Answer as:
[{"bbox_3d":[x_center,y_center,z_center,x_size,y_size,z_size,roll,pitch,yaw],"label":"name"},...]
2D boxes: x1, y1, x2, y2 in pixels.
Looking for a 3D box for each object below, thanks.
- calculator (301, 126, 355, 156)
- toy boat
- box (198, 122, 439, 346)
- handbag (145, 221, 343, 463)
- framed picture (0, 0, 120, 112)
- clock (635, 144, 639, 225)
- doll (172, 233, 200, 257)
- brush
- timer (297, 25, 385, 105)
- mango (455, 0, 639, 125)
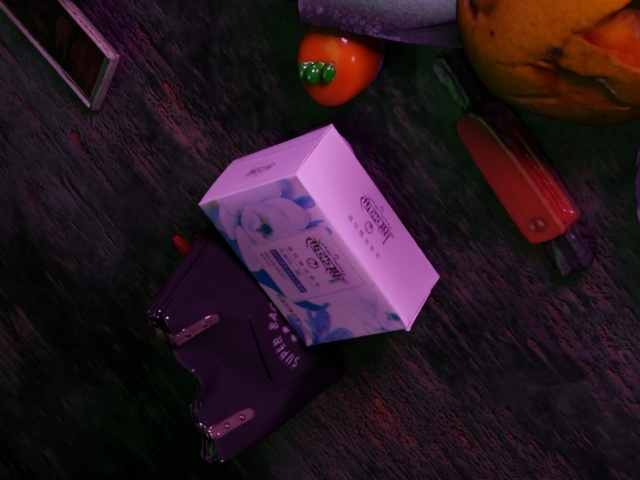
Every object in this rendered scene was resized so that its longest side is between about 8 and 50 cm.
[{"bbox_3d":[-0.004,-0.093,1.838,0.103,0.024,0.166,42,139,8],"label":"calculator"},{"bbox_3d":[0.113,-0.298,1.534,0.320,0.092,0.141,14,114,16],"label":"toy boat"},{"bbox_3d":[-0.001,0.001,1.804,0.203,0.116,0.274,-15,120,43],"label":"box"},{"bbox_3d":[-0.116,0.140,1.908,0.152,0.288,0.342,-3,118,36],"label":"handbag"},{"bbox_3d":[-0.407,-0.327,1.975,0.273,0.016,0.216,48,155,2],"label":"framed picture"},{"bbox_3d":[0.522,-0.042,1.386,0.386,0.076,0.386,22,131,27],"label":"clock"},{"bbox_3d":[-0.160,0.063,2.059,0.109,0.057,0.169,-2,117,45],"label":"doll"},{"bbox_3d":[0.236,-0.096,1.616,0.070,0.051,0.323,-20,108,53],"label":"brush"},{"bbox_3d":[0.016,-0.227,1.652,0.099,0.136,0.136,27,134,31],"label":"timer"},{"bbox_3d":[0.275,-0.235,1.306,0.253,0.182,0.365,21,163,-7],"label":"mango"}]
